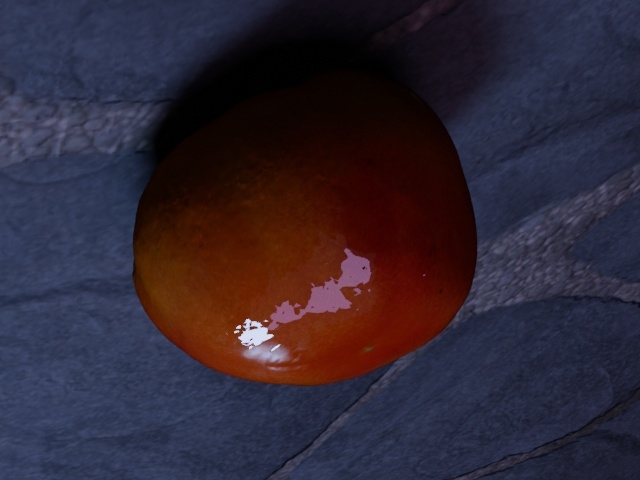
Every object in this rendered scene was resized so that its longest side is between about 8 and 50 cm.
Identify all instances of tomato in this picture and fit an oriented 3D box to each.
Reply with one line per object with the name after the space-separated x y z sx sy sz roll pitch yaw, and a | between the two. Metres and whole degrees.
-0.004 0.002 1.078 0.260 0.180 0.260 -20 152 -11 | tomato
